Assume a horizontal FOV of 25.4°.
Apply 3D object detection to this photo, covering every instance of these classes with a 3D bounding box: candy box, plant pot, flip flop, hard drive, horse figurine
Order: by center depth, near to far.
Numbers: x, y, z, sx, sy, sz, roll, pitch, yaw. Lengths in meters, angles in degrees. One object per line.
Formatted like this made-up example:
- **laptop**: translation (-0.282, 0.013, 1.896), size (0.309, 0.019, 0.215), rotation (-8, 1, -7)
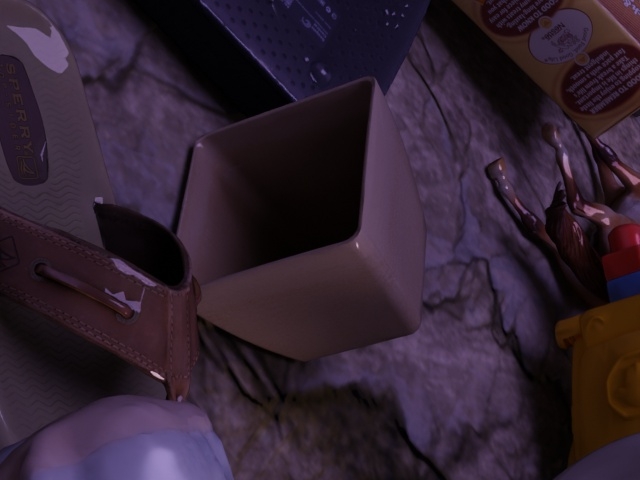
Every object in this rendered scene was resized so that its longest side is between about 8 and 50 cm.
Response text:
- **flip flop**: translation (-0.098, 0.010, 0.599), size (0.112, 0.080, 0.277), rotation (3, 65, -52)
- **plant pot**: translation (0.000, 0.000, 0.720), size (0.096, 0.109, 0.109), rotation (49, 35, -39)
- **hard drive**: translation (-0.014, -0.172, 0.844), size (0.172, 0.054, 0.254), rotation (45, 42, -20)
- **candy box**: translation (0.137, -0.245, 1.023), size (0.316, 0.087, 0.183), rotation (43, 42, -11)
- **horse figurine**: translation (0.215, -0.018, 1.042), size (0.174, 0.066, 0.263), rotation (55, 32, -1)

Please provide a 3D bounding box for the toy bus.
- **toy bus**: translation (0.251, 0.095, 0.926), size (0.220, 0.149, 0.211), rotation (21, 55, -45)

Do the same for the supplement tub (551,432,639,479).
- **supplement tub**: translation (0.253, 0.270, 0.768), size (0.338, 0.207, 0.207), rotation (43, 39, -27)

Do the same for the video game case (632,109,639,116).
- **video game case**: translation (0.200, -0.274, 1.223), size (0.248, 0.035, 0.274), rotation (31, 46, -38)

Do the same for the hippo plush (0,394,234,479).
- **hippo plush**: translation (-0.115, 0.205, 0.387), size (0.237, 0.234, 0.294), rotation (-15, 61, -25)
